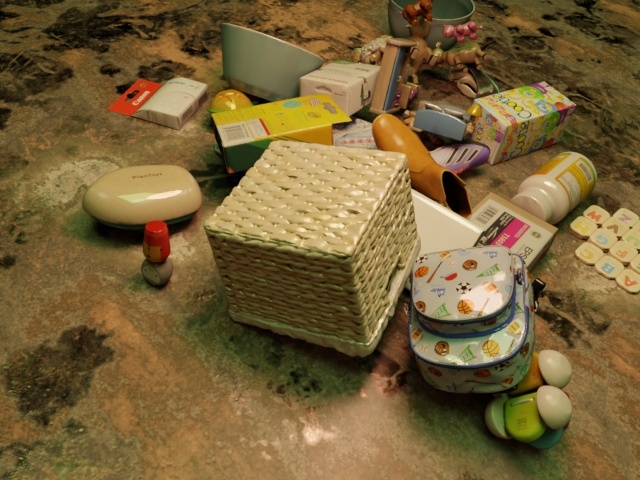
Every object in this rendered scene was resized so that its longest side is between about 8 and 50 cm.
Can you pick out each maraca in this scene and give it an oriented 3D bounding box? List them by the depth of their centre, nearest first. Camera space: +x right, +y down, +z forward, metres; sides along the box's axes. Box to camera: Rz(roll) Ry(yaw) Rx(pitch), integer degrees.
[{"bbox_3d":[-0.249,-0.384,1.699,0.127,0.099,0.186,4,23,12],"label":"maraca"}]

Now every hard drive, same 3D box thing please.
[{"bbox_3d":[0.188,-0.014,1.365,0.307,0.040,0.203,33,87,22],"label":"hard drive"}]

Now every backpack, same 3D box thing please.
[{"bbox_3d":[0.282,0.149,1.118,0.276,0.213,0.264,-11,48,23],"label":"backpack"}]

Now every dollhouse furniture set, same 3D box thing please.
[{"bbox_3d":[0.335,-0.426,1.651,0.303,0.198,0.286,22,26,19],"label":"dollhouse furniture set"}]

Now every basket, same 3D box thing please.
[{"bbox_3d":[0.000,0.000,1.188,0.331,0.267,0.328,12,47,24],"label":"basket"}]

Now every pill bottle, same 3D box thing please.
[{"bbox_3d":[0.594,-0.123,1.530,0.245,0.136,0.136,-33,58,-33],"label":"pill bottle"}]

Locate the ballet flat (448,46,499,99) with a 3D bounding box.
[{"bbox_3d":[0.486,-0.549,1.963,0.096,0.095,0.281,-17,50,-7],"label":"ballet flat"}]

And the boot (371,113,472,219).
[{"bbox_3d":[0.249,-0.181,1.415,0.104,0.295,0.211,-39,15,-3],"label":"boot"}]

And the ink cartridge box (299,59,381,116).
[{"bbox_3d":[0.062,-0.435,1.680,0.160,0.093,0.219,17,36,26],"label":"ink cartridge box"}]

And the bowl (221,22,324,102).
[{"bbox_3d":[-0.158,-0.497,1.723,0.311,0.163,0.311,18,11,-4],"label":"bowl"}]

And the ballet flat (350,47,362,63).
[{"bbox_3d":[0.204,-0.602,2.002,0.206,0.073,0.067,2,73,-2],"label":"ballet flat"}]

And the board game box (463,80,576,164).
[{"bbox_3d":[0.580,-0.347,1.740,0.275,0.144,0.142,-19,52,-23],"label":"board game box"}]

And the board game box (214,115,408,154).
[{"bbox_3d":[-0.024,-0.272,1.585,0.389,0.050,0.389,-30,42,-31],"label":"board game box"}]

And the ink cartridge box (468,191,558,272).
[{"bbox_3d":[0.422,0.009,1.414,0.193,0.088,0.234,33,50,24],"label":"ink cartridge box"}]

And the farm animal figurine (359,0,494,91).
[{"bbox_3d":[0.327,-0.606,1.870,0.330,0.327,0.172,32,26,-32],"label":"farm animal figurine"}]

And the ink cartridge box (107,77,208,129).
[{"bbox_3d":[-0.473,-0.419,1.730,0.232,0.066,0.189,20,47,6],"label":"ink cartridge box"}]

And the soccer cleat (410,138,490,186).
[{"bbox_3d":[0.314,-0.193,1.593,0.317,0.109,0.117,-7,59,-11],"label":"soccer cleat"}]

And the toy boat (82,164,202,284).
[{"bbox_3d":[-0.390,-0.046,1.336,0.267,0.148,0.318,-7,40,-21],"label":"toy boat"}]

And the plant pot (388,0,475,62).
[{"bbox_3d":[0.365,-0.743,2.056,0.292,0.196,0.293,4,46,-4],"label":"plant pot"}]

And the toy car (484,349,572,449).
[{"bbox_3d":[0.405,0.305,1.107,0.136,0.159,0.182,42,43,-19],"label":"toy car"}]

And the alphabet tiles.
[{"bbox_3d":[0.782,0.016,1.503,0.277,0.021,0.284,-31,58,-31],"label":"alphabet tiles"}]

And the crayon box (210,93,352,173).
[{"bbox_3d":[-0.099,-0.275,1.484,0.318,0.081,0.202,-13,36,-11],"label":"crayon box"}]

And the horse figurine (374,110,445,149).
[{"bbox_3d":[0.278,-0.314,1.700,0.174,0.066,0.263,3,27,-31],"label":"horse figurine"}]
